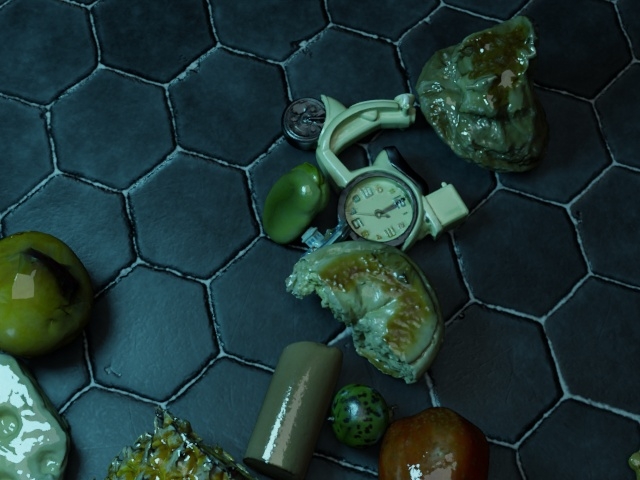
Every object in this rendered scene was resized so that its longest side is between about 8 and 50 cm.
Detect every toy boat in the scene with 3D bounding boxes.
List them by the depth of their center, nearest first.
[{"bbox_3d":[0.000,0.000,2.041,0.066,0.140,0.059,43,44,-4],"label":"toy boat"}]

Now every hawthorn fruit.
[{"bbox_3d":[0.200,0.422,1.841,0.205,0.205,0.253,5,44,-1],"label":"hawthorn fruit"}]

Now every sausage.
[{"bbox_3d":[-0.047,0.309,1.926,0.123,0.123,0.252,19,69,4],"label":"sausage"}]

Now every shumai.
[{"bbox_3d":[0.373,-0.299,2.069,0.314,0.262,0.267,46,56,-1],"label":"shumai"}]

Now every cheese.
[{"bbox_3d":[-0.599,0.363,1.884,0.318,0.115,0.326,16,73,4],"label":"cheese"}]

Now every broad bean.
[{"bbox_3d":[-0.053,-0.076,2.047,0.082,0.174,0.124,14,48,-44],"label":"broad bean"}]

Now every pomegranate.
[{"bbox_3d":[0.087,0.324,1.939,0.162,0.122,0.122,4,67,-32],"label":"pomegranate"}]

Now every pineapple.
[{"bbox_3d":[-0.233,0.478,1.759,0.352,0.352,0.300,42,83,12],"label":"pineapple"}]

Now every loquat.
[{"bbox_3d":[-0.530,0.102,1.925,0.235,0.235,0.235,1,70,-2],"label":"loquat"}]

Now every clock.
[{"bbox_3d":[0.109,-0.153,2.111,0.277,0.120,0.379,-25,78,-7],"label":"clock"}]

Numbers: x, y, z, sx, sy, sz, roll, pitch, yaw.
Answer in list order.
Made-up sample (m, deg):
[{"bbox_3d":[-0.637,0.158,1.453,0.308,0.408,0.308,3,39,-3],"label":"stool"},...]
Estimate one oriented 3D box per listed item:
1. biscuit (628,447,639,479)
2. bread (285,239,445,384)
[{"bbox_3d":[0.678,0.472,1.940,0.184,0.035,0.248,-21,70,-12],"label":"biscuit"},{"bbox_3d":[0.106,0.109,1.980,0.314,0.171,0.192,37,70,9],"label":"bread"}]
